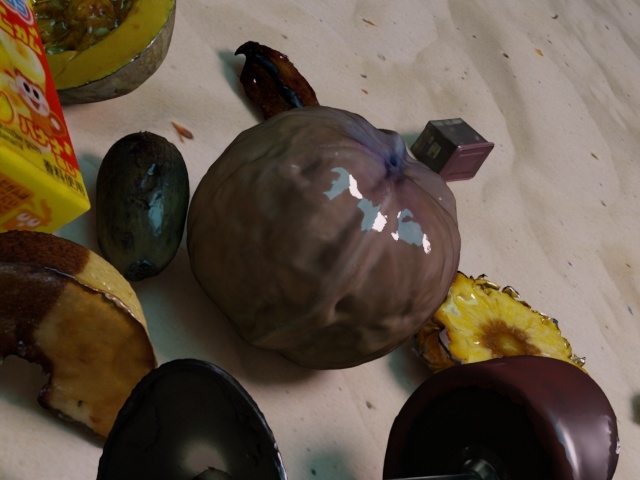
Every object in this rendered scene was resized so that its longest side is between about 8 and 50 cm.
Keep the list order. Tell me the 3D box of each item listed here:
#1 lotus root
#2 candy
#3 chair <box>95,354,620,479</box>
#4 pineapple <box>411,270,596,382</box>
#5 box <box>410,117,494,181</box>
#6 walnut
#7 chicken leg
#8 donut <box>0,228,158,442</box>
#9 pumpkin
[{"bbox_3d":[-0.164,-0.038,1.279,0.179,0.089,0.080,-96,167,-46],"label":"lotus root"},{"bbox_3d":[-0.299,-0.139,1.205,0.146,0.088,0.276,38,26,-55],"label":"candy"},{"bbox_3d":[0.050,0.201,1.081,0.401,0.226,0.226,2,48,-42],"label":"chair"},{"bbox_3d":[0.180,0.123,1.440,0.224,0.076,0.225,25,33,-18],"label":"pineapple"},{"bbox_3d":[0.162,-0.114,1.726,0.084,0.060,0.063,-10,49,-49],"label":"box"},{"bbox_3d":[0.000,0.001,1.272,0.248,0.248,0.248,26,35,-20],"label":"walnut"},{"bbox_3d":[-0.006,-0.133,1.591,0.253,0.051,0.106,46,28,5],"label":"chicken leg"},{"bbox_3d":[-0.212,0.063,1.087,0.217,0.141,0.085,33,26,-19],"label":"donut"},{"bbox_3d":[-0.238,-0.211,1.382,0.217,0.217,0.110,63,-1,31],"label":"pumpkin"}]
